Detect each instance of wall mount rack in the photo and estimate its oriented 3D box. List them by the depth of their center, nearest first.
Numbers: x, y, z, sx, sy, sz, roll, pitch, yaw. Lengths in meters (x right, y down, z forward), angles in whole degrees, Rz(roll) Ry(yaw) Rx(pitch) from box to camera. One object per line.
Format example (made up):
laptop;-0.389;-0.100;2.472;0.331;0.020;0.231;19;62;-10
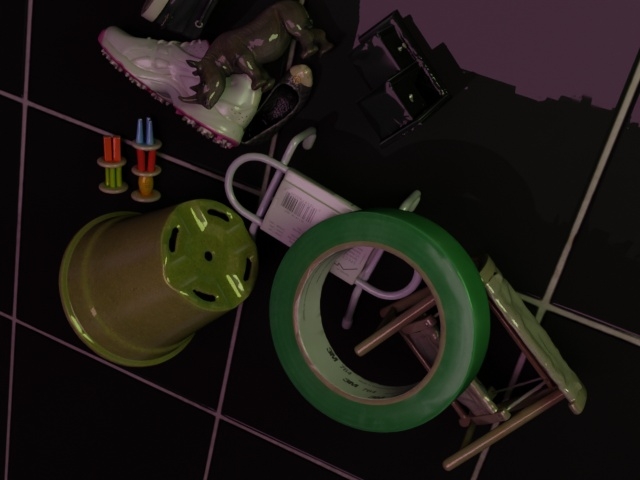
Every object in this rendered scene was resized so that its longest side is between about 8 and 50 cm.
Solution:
wall mount rack;0.000;0.000;1.408;0.350;0.130;0.304;32;118;9

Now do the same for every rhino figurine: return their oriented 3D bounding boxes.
rhino figurine;-0.109;-0.276;1.307;0.243;0.073;0.106;-31;85;-1

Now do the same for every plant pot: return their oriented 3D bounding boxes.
plant pot;-0.243;0.051;1.413;0.254;0.276;0.276;-22;102;46

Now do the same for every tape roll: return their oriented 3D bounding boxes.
tape roll;0.081;0.113;1.261;0.322;0.077;0.321;4;98;28

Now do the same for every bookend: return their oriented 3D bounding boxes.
bookend;0.098;-0.231;1.235;0.072;0.156;0.157;-31;96;32

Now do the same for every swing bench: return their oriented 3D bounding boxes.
swing bench;0.241;0.179;1.354;0.255;0.165;0.253;-34;95;27

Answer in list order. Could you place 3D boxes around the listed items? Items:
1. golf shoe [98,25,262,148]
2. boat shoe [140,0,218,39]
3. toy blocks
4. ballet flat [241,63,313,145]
golf shoe;-0.222;-0.277;1.407;0.306;0.115;0.140;36;93;13
boat shoe;-0.125;-0.428;1.279;0.113;0.127;0.340;34;115;-25
toy blocks;-0.338;-0.152;1.529;0.123;0.054;0.148;15;118;17
ballet flat;-0.068;-0.211;1.382;0.057;0.049;0.173;42;122;1
